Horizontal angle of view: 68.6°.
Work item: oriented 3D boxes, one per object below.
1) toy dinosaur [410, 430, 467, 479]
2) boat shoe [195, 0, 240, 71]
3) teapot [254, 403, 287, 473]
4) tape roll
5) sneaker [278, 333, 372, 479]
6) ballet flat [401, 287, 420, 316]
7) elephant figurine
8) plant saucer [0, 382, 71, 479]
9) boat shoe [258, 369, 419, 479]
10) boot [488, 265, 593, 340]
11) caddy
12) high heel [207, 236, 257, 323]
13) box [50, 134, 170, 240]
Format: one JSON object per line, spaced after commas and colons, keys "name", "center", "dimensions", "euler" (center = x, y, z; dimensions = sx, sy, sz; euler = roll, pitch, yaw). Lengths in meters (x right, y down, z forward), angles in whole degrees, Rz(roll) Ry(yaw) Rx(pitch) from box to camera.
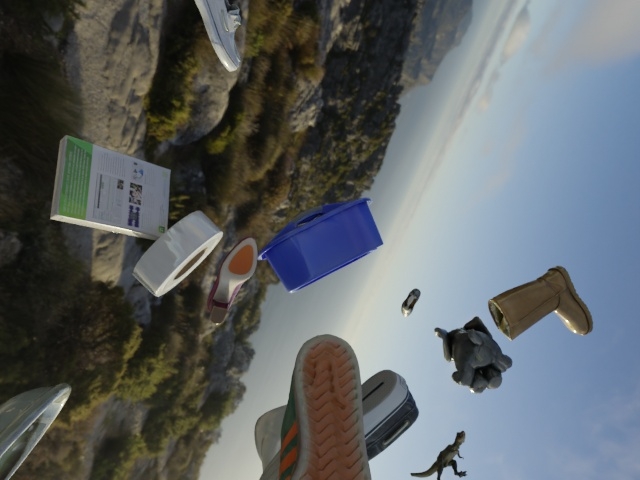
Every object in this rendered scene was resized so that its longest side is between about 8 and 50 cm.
{"name": "toy dinosaur", "center": [0.439, 0.792, 1.651], "dimensions": [0.268, 0.064, 0.118], "euler": [-47, -152, 11]}
{"name": "boat shoe", "center": [-0.200, -0.456, 0.962], "dimensions": [0.226, 0.075, 0.083], "euler": [67, 8, -52]}
{"name": "teapot", "center": [-0.024, 0.485, 1.081], "dimensions": [0.253, 0.255, 0.187], "euler": [96, -19, -58]}
{"name": "tape roll", "center": [-0.437, 0.041, 1.456], "dimensions": [0.286, 0.100, 0.286], "euler": [-45, -178, 2]}
{"name": "sneaker", "center": [0.002, 0.274, 0.556], "dimensions": [0.121, 0.108, 0.302], "euler": [100, -4, -56]}
{"name": "ballet flat", "center": [0.279, 0.200, 1.481], "dimensions": [0.041, 0.041, 0.114], "euler": [-52, 165, -57]}
{"name": "elephant figurine", "center": [0.388, 0.288, 1.280], "dimensions": [0.239, 0.169, 0.186], "euler": [-115, -133, -69]}
{"name": "plant saucer", "center": [-0.609, 0.402, 0.800], "dimensions": [0.401, 0.100, 0.400], "euler": [-53, -173, 10]}
{"name": "boat shoe", "center": [0.041, 0.381, 0.842], "dimensions": [0.335, 0.119, 0.121], "euler": [-37, -167, -3]}
{"name": "boot", "center": [0.648, 0.224, 1.388], "dimensions": [0.269, 0.236, 0.089], "euler": [-24, 174, -20]}
{"name": "caddy", "center": [0.000, 0.000, 1.240], "dimensions": [0.341, 0.179, 0.241], "euler": [-27, 173, -5]}
{"name": "high heel", "center": [-0.225, 0.088, 1.198], "dimensions": [0.117, 0.082, 0.244], "euler": [-121, -130, -68]}
{"name": "box", "center": [-0.594, -0.141, 1.362], "dimensions": [0.322, 0.058, 0.233], "euler": [17, 65, -48]}
